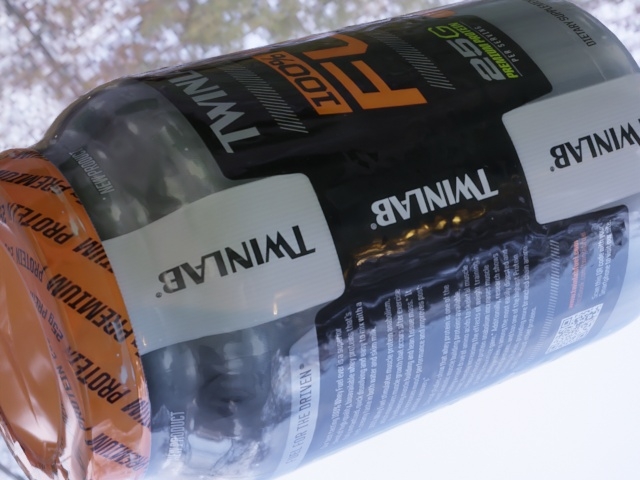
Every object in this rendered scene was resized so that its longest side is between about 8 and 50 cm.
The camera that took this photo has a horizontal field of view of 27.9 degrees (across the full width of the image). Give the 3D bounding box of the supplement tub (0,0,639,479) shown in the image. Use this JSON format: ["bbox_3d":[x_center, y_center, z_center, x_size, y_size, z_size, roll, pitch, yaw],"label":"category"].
[{"bbox_3d":[0.000,0.000,0.612,0.316,0.193,0.193,-18,-148,-31],"label":"supplement tub"}]
